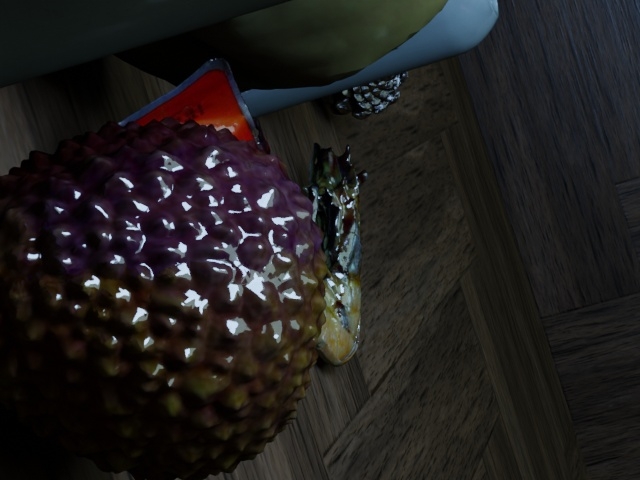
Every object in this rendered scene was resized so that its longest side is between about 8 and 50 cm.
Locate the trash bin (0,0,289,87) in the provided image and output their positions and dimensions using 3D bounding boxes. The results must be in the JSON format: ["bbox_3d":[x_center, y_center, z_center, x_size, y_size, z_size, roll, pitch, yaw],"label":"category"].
[{"bbox_3d":[-0.128,-0.247,0.841,0.280,0.432,0.280,-17,90,-74],"label":"trash bin"}]

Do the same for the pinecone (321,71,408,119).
[{"bbox_3d":[0.049,-0.236,1.955,0.121,0.140,0.140,32,-31,63],"label":"pinecone"}]

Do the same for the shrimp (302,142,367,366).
[{"bbox_3d":[-0.008,0.002,1.652,0.178,0.075,0.289,34,55,-61],"label":"shrimp"}]

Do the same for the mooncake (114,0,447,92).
[{"bbox_3d":[-0.061,-0.359,1.171,0.262,0.467,0.467,29,46,-54],"label":"mooncake"}]

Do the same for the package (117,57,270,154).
[{"bbox_3d":[-0.108,-0.007,1.168,0.194,0.071,0.269,-49,149,-21],"label":"package"}]

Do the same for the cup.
[{"bbox_3d":[0.034,-0.279,1.611,0.205,0.312,0.205,-15,90,-75],"label":"cup"}]

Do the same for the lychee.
[{"bbox_3d":[-0.128,0.037,0.944,0.271,0.271,0.271,-17,90,-74],"label":"lychee"}]
